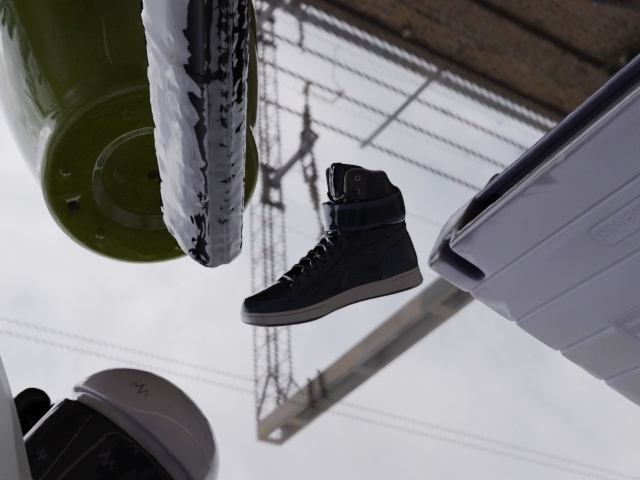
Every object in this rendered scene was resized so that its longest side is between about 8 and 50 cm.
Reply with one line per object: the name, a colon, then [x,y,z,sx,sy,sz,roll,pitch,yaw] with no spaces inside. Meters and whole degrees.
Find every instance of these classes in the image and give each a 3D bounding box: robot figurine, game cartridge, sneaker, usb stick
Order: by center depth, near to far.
game cartridge: [0.225,0.000,0.552,0.230,0.355,0.068,30,-116,-6]
usb stick: [-0.068,-0.077,0.577,0.045,0.278,0.077,-27,-115,-20]
robot figurine: [-0.216,0.243,0.934,0.278,0.173,0.209,-48,-69,-28]
sneaker: [0.000,0.000,1.174,0.226,0.086,0.164,-17,-75,-22]

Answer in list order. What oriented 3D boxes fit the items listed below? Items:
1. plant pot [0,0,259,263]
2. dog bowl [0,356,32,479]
plant pot: [-0.223,-0.166,1.247,0.366,0.366,0.353,19,-152,-28]
dog bowl: [-0.215,0.135,0.510,0.104,0.265,0.265,-12,-118,-9]
